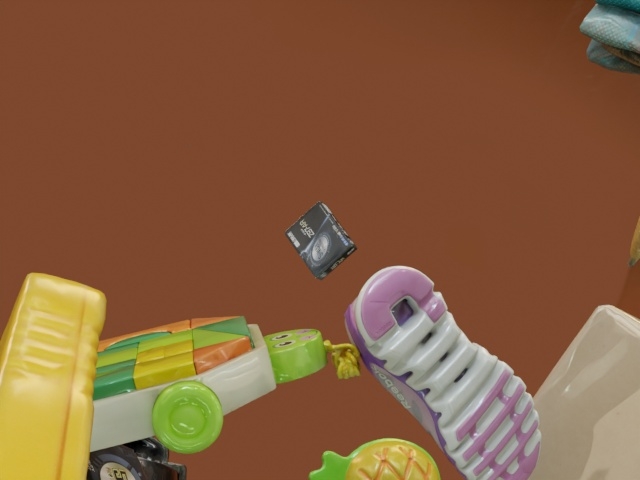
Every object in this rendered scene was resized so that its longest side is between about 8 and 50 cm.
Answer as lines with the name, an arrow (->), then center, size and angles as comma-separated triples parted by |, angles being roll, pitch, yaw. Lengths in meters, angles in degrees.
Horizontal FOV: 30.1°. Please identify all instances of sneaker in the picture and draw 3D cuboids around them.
sneaker -> 0.102, 0.125, 1.066 | 0.095, 0.104, 0.236 | -41, 100, -22

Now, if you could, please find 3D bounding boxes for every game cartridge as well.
game cartridge -> -0.157, 0.214, 0.473 | 0.053, 0.323, 0.285 | 19, 122, -15

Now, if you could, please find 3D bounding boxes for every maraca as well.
maraca -> 0.075, 0.331, 1.600 | 0.186, 0.099, 0.127 | -2, 71, -17

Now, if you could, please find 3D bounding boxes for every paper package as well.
paper package -> 0.328, 0.273, 1.106 | 0.309, 0.325, 0.168 | -55, 141, 2

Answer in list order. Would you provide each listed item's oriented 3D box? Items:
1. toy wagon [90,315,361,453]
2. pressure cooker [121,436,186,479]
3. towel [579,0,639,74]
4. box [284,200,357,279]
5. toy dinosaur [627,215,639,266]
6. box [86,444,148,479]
toy wagon -> -0.137, 0.122, 1.039 | 0.344, 0.267, 0.068 | -14, 98, -5
pressure cooker -> -0.375, 0.429, 1.607 | 0.375, 0.370, 0.420 | -6, 68, 23
towel -> 0.273, -0.146, 0.331 | 0.040, 0.370, 0.271 | 39, 79, -36
box -> 0.000, 0.000, 1.573 | 0.067, 0.018, 0.083 | -41, 63, 13
toy dinosaur -> 0.164, -0.017, 0.377 | 0.112, 0.211, 0.064 | 20, 51, 26
box -> -0.222, 0.275, 1.161 | 0.077, 0.180, 0.147 | -42, 140, 8
